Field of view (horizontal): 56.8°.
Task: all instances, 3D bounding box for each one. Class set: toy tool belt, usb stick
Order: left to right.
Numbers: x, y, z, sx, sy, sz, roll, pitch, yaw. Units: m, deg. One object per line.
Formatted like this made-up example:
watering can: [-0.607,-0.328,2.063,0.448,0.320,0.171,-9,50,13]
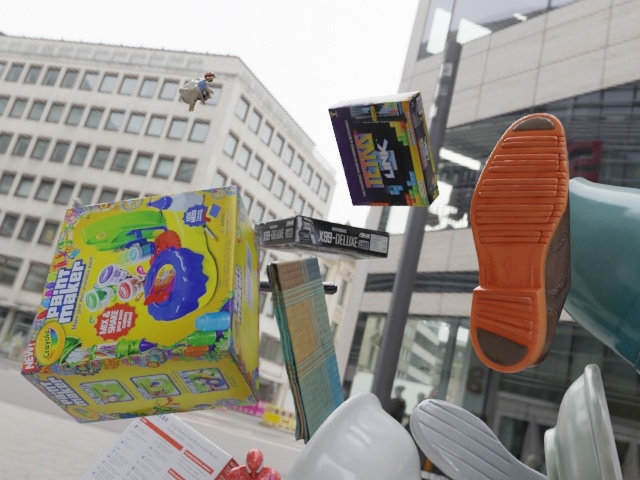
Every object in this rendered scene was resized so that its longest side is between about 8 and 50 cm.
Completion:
toy tool belt: [-0.243,-0.301,1.201,0.052,0.083,0.051,24,-36,37]
usb stick: [-0.083,0.157,2.003,0.278,0.045,0.077,3,-11,-7]

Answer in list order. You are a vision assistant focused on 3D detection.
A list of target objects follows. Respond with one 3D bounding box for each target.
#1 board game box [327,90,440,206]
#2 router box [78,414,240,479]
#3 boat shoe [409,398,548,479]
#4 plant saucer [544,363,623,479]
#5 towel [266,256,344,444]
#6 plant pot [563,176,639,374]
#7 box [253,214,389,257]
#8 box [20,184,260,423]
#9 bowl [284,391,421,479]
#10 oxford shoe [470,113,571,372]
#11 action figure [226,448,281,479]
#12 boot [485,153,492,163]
board game box: [0.099,-0.136,0.918,0.141,0.048,0.170,1,-60,34]
router box: [-0.385,0.565,1.357,0.336,0.301,0.082,16,-37,42]
boat shoe: [0.290,0.422,1.061,0.335,0.121,0.119,37,-38,8]
plant saucer: [0.409,0.393,0.892,0.101,0.400,0.400,-12,-26,22]
towel: [-0.027,0.223,1.304,0.040,0.369,0.271,-12,-3,18]
plant pot: [0.483,0.033,0.960,0.255,0.271,0.272,37,0,37]
box: [0.000,0.000,1.660,0.308,0.076,0.242,10,-9,-32]
box: [-0.245,0.095,0.899,0.279,0.289,0.177,-8,-39,4]
bowl: [0.055,0.365,0.784,0.134,0.297,0.298,23,-10,29]
oxford shoe: [0.299,0.003,0.858,0.130,0.363,0.133,9,0,42]
action figure: [-0.103,0.447,0.874,0.092,0.280,0.139,3,18,-4]
boot: [0.416,-0.141,1.258,0.161,0.083,0.246,29,3,-16]
